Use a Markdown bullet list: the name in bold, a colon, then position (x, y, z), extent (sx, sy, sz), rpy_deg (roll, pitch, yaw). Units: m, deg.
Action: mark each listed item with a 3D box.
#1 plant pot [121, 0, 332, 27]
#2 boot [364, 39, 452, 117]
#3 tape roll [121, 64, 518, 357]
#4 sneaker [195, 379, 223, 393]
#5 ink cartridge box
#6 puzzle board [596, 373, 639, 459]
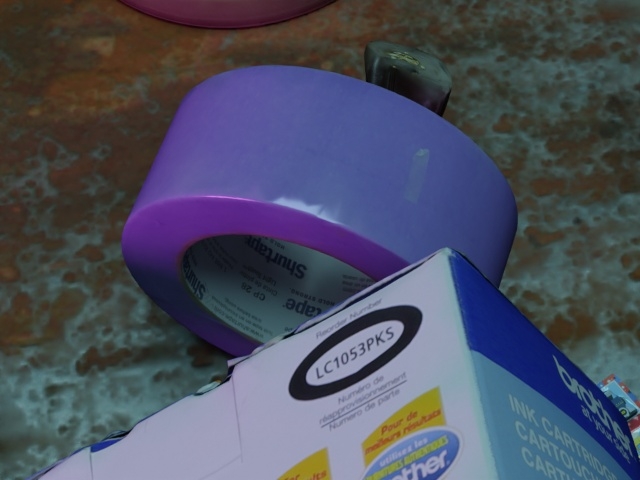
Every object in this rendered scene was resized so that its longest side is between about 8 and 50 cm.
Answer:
- **plant pot**: position (-0.057, -0.261, 1.005), extent (0.237, 0.109, 0.237), rpy_deg (-1, 59, 2)
- **boot**: position (0.026, -0.081, 0.891), extent (0.106, 0.114, 0.037), rpy_deg (27, 64, 17)
- **tape roll**: position (0.000, 0.000, 0.803), extent (0.189, 0.189, 0.080), rpy_deg (14, 61, 11)
- **sneaker**: position (-0.045, 0.200, 0.755), extent (0.121, 0.099, 0.262), rpy_deg (-26, 54, -3)
- **ink cartridge box**: position (-0.005, 0.189, 0.547), extent (0.270, 0.151, 0.395), rpy_deg (-30, 44, 21)
- **puzzle board**: position (0.134, 0.138, 0.818), extent (0.128, 0.011, 0.096), rpy_deg (-32, 63, -14)
